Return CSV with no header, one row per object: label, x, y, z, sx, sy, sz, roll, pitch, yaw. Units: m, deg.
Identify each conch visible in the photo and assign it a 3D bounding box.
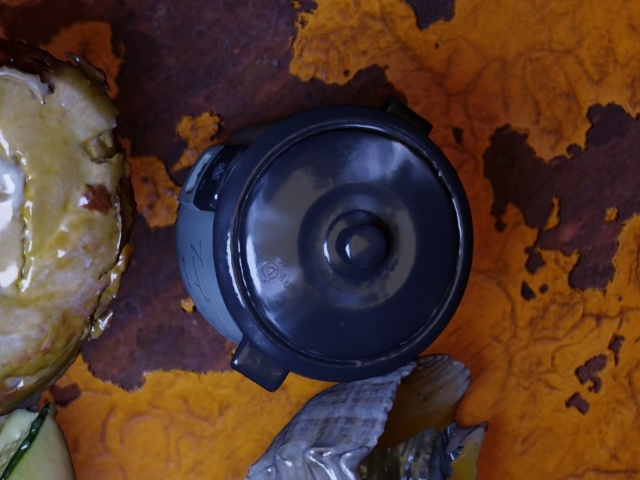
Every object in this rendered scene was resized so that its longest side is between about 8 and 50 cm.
conch,0.026,0.243,1.741,0.210,0.352,0.297,5,130,13

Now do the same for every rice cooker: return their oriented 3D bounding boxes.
rice cooker,0.000,0.000,1.704,0.241,0.227,0.280,36,80,-18

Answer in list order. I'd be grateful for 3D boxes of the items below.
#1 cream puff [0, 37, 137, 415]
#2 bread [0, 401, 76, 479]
cream puff,-0.324,-0.019,1.582,0.350,0.229,0.350,-6,102,-28
bread,-0.280,0.269,1.648,0.133,0.174,0.251,43,74,-20
